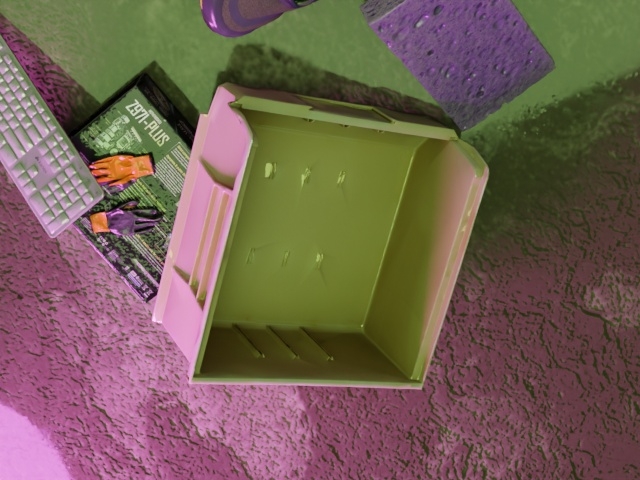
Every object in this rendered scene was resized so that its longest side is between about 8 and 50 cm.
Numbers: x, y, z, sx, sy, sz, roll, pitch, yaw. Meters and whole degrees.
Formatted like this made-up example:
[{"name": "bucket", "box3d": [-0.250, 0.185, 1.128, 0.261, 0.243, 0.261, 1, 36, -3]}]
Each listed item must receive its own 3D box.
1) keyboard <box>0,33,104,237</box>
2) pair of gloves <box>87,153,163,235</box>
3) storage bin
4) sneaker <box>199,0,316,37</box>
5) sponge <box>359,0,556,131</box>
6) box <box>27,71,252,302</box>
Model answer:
[{"name": "keyboard", "box3d": [-0.304, -0.124, 1.185, 0.072, 0.014, 0.256, -36, 77, 8]}, {"name": "pair of gloves", "box3d": [-0.196, -0.044, 1.187, 0.074, 0.010, 0.083, -7, 109, 1]}, {"name": "storage bin", "box3d": [0.000, 0.000, 1.174, 0.262, 0.123, 0.260, 5, 110, -30]}, {"name": "sneaker", "box3d": [0.023, -0.271, 1.123, 0.300, 0.121, 0.111, -29, 142, 9]}, {"name": "sponge", "box3d": [0.137, -0.193, 1.153, 0.117, 0.031, 0.210, -35, 143, 13]}, {"name": "box", "box3d": [-0.180, -0.054, 1.231, 0.147, 0.077, 0.180, -38, 104, 11]}]
